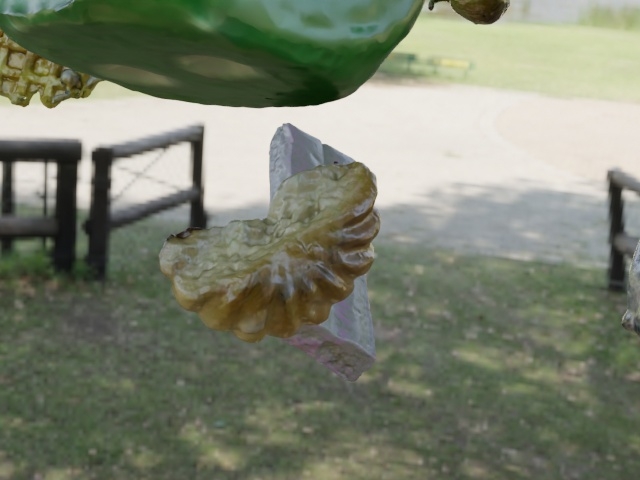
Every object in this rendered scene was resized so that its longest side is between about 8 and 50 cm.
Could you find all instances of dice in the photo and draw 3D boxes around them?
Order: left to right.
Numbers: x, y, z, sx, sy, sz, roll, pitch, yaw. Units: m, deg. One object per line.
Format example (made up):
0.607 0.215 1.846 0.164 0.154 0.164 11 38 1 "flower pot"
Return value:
-0.093 -0.277 1.017 0.287 0.297 0.300 9 -3 -42 "dice"

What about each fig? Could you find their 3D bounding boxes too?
0.189 -0.308 1.549 0.098 0.082 0.084 8 53 15 "fig"

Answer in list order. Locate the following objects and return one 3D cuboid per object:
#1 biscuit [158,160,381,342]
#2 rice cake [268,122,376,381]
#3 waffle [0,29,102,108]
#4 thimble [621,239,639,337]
-0.022 0.016 0.949 0.183 0.118 0.061 -31 19 -17 "biscuit"
-0.001 0.000 1.301 0.106 0.050 0.298 26 41 -30 "rice cake"
-0.378 -0.331 1.791 0.280 0.262 0.060 -29 -8 0 "waffle"
0.489 0.051 1.460 0.245 0.217 0.157 -44 24 -13 "thimble"
